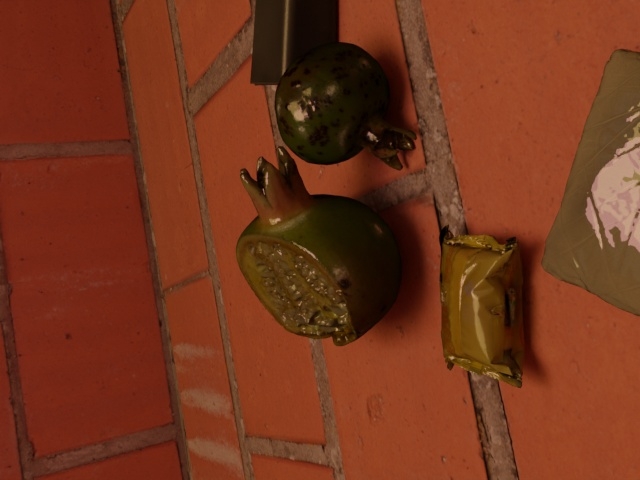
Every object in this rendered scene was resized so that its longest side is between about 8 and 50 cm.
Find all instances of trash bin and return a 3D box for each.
[{"bbox_3d":[-0.052,-0.420,1.366,0.164,0.122,0.240,18,110,58],"label":"trash bin"}]

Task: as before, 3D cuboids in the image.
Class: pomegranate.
[{"bbox_3d":[0.000,0.000,1.229,0.310,0.216,0.358,3,121,55],"label":"pomegranate"},{"bbox_3d":[0.039,-0.216,1.189,0.263,0.211,0.211,37,131,20],"label":"pomegranate"}]

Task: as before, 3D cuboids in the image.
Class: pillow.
[{"bbox_3d":[0.388,-0.038,0.744,0.274,0.076,0.280,30,118,44],"label":"pillow"}]

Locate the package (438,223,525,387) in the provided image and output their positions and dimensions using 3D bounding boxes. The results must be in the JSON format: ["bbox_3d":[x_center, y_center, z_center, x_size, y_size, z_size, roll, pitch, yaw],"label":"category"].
[{"bbox_3d":[0.229,0.092,1.020,0.168,0.090,0.226,10,102,61],"label":"package"}]
